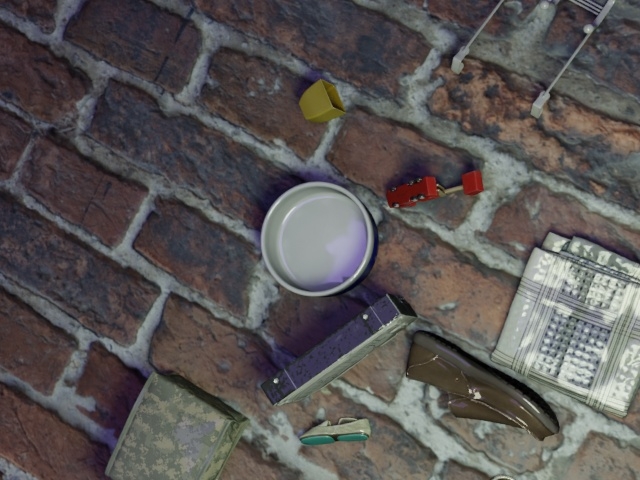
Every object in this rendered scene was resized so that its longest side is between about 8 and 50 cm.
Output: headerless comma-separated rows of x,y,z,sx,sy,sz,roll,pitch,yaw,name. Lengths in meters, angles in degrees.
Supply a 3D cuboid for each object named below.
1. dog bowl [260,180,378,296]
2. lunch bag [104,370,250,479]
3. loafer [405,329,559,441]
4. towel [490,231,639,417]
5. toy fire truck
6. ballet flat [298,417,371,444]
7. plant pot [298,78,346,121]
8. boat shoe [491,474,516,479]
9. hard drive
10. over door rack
0.000,0.000,1.943,0.264,0.104,0.265,-2,83,15,dog bowl
-0.340,0.486,1.944,0.235,0.169,0.287,28,87,17,lunch bag
0.340,0.333,1.807,0.365,0.133,0.130,31,96,26,loafer
0.561,0.170,1.775,0.312,0.056,0.324,23,91,23,towel
0.257,-0.113,1.890,0.192,0.135,0.047,-18,76,53,toy fire truck
0.034,0.436,1.915,0.168,0.057,0.052,-6,54,11,ballet flat
-0.002,-0.326,1.998,0.083,0.081,0.081,-28,77,21,plant pot
0.373,0.665,1.763,0.116,0.096,0.325,10,86,16,boat shoe
0.050,0.242,1.832,0.339,0.237,0.064,-37,76,7,hard drive
0.477,-0.473,1.870,0.239,0.108,0.324,35,93,17,over door rack
